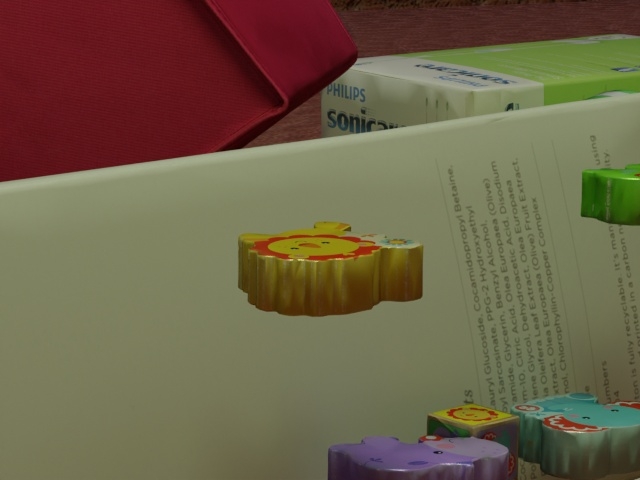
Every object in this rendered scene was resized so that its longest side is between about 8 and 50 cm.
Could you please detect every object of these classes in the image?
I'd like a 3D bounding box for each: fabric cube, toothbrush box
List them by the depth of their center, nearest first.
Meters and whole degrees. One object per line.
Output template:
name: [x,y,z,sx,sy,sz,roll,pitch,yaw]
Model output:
fabric cube: [-0.163,-0.124,1.165,0.259,0.254,0.258,-35,3,14]
toothbrush box: [0.170,-0.077,1.460,0.283,0.122,0.206,-7,13,-30]

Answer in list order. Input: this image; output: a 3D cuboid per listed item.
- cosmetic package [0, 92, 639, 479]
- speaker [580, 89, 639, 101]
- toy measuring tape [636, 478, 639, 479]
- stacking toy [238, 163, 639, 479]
cosmetic package: [-0.051,0.048,0.719,0.365,0.155,0.197,-9,1,-42]
speaker: [0.280,-0.047,1.298,0.296,0.131,0.131,-9,14,-34]
toy measuring tape: [0.107,0.037,0.932,0.121,0.121,0.330,-6,13,-23]
stacking toy: [0.064,0.068,0.646,0.221,0.167,0.052,-10,15,-41]
